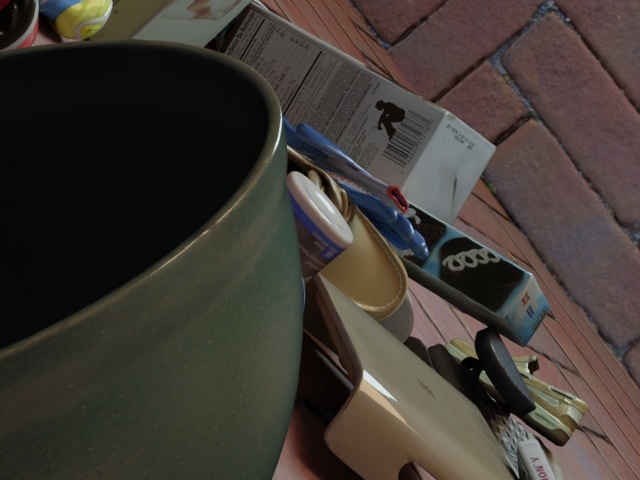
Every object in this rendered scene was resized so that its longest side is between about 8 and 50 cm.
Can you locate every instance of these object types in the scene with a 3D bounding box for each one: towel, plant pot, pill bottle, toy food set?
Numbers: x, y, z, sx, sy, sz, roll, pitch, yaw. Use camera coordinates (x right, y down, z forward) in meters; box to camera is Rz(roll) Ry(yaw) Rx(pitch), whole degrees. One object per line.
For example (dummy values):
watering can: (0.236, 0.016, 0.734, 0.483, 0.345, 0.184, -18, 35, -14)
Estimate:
towel: (0.227, 0.263, 2.000, 0.312, 0.056, 0.324, 41, 14, -41)
plant pot: (-0.134, 0.070, 0.724, 0.293, 0.293, 0.196, -107, -179, -63)
pill bottle: (-0.048, 0.015, 1.505, 0.078, 0.137, 0.078, 47, 11, -12)
toy food set: (0.061, 0.162, 1.639, 0.219, 0.092, 0.306, 41, 8, -21)

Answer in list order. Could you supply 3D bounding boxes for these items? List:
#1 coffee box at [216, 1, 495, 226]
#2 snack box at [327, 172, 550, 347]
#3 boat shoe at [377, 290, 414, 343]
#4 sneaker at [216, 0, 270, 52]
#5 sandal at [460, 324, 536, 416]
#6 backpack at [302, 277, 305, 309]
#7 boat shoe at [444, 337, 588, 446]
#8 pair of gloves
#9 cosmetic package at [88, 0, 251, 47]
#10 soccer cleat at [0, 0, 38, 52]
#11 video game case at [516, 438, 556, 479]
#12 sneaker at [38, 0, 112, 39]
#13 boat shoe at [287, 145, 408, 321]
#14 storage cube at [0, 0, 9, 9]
coffee box: (0.031, -0.143, 2.133, 0.297, 0.119, 0.168, 32, 3, 27)
snack box: (0.086, -0.005, 1.962, 0.322, 0.060, 0.187, 32, -4, 17)
boat shoe: (0.000, 0.000, 1.854, 0.258, 0.095, 0.084, 49, 15, -14)
sneaker: (-0.030, -0.191, 2.361, 0.296, 0.104, 0.147, 43, 14, -7)
sandal: (0.186, 0.151, 1.970, 0.097, 0.054, 0.254, 63, 3, 12)
backpack: (-0.100, 0.016, 1.270, 0.173, 0.158, 0.117, 61, -11, -21)
boat shoe: (0.231, 0.163, 2.178, 0.190, 0.072, 0.068, 35, -7, 22)
pair of gloves: (0.029, -0.050, 1.789, 0.159, 0.023, 0.198, 32, -10, 28)
cosmetic package: (-0.183, -0.284, 1.964, 0.153, 0.129, 0.296, 50, 11, 2)
soccer cleat: (-0.333, -0.260, 1.419, 0.318, 0.108, 0.116, 49, -9, 1)
video game case: (0.208, 0.305, 1.611, 0.183, 0.023, 0.201, -109, -169, -61)
sneaker: (-0.281, -0.301, 1.735, 0.240, 0.091, 0.126, 56, 13, 22)
boat shoe: (-0.024, -0.024, 1.728, 0.302, 0.109, 0.098, 41, -17, -20)
storage cube: (-0.295, -0.141, 0.911, 0.215, 0.183, 0.193, 51, 12, 1)
